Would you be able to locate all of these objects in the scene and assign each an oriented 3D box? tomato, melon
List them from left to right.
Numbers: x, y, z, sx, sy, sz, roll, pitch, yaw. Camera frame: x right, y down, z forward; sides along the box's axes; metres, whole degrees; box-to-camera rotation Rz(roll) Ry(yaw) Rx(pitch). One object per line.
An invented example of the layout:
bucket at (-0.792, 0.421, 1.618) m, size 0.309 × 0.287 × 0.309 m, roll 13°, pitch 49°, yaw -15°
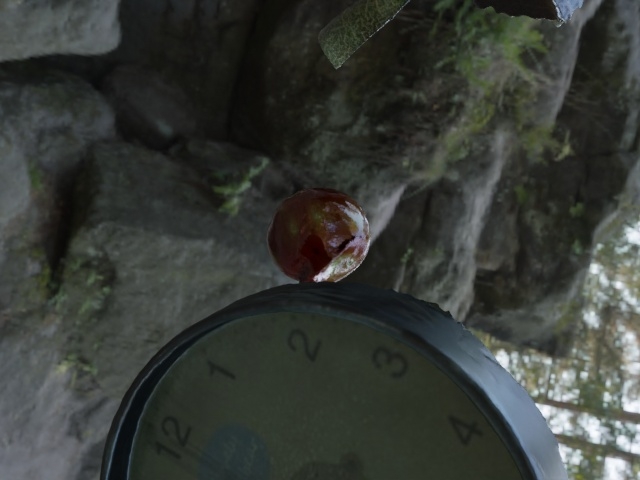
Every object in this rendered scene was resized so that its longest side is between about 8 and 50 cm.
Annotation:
tomato at (0.000, 0.000, 0.716) m, size 0.087 × 0.087 × 0.075 m, roll 102°, pitch -32°, yaw -51°
melon at (0.073, -0.287, 1.079) m, size 0.098 × 0.054 × 0.182 m, roll -37°, pitch -174°, yaw -26°

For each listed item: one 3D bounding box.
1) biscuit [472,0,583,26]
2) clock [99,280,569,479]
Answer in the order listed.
biscuit at (0.157, -0.294, 0.751) m, size 0.070 × 0.106 × 0.252 m, roll -55°, pitch 137°, yaw -12°
clock at (-0.002, 0.161, 0.480) m, size 0.055 × 0.280 × 0.281 m, roll -11°, pitch 113°, yaw -67°
